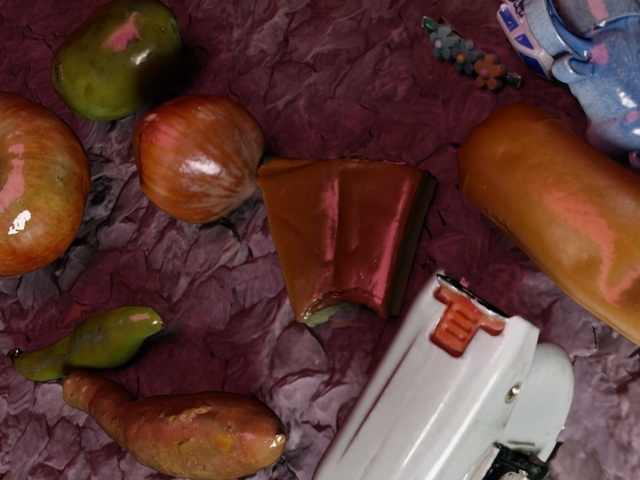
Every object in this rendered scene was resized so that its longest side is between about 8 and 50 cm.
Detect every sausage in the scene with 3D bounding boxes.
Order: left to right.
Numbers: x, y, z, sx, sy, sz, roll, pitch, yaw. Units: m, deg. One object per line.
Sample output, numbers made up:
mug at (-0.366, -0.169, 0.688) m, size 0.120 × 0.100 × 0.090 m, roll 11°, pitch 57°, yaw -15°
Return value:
sausage at (0.278, -0.002, 0.813) m, size 0.134 × 0.116 × 0.354 m, roll -36°, pitch 54°, yaw -6°

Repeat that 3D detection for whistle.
whistle at (0.297, -0.202, 0.873) m, size 0.093 × 0.180 × 0.268 m, roll -26°, pitch 77°, yaw 53°

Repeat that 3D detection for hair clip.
hair clip at (0.181, -0.231, 1.041) m, size 0.049 × 0.049 × 0.173 m, roll -45°, pitch 52°, yaw 5°

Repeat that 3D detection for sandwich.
sandwich at (0.000, 0.000, 1.018) m, size 0.245 × 0.063 × 0.212 m, roll 6°, pitch 71°, yaw 36°

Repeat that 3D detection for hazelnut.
hazelnut at (-0.166, -0.114, 1.115) m, size 0.182 × 0.182 × 0.182 m, roll -14°, pitch 59°, yaw 26°

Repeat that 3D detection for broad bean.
broad bean at (-0.334, 0.149, 1.147) m, size 0.325 × 0.067 × 0.075 m, roll -18°, pitch 74°, yaw 28°

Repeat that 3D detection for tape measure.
tape measure at (0.125, 0.168, 0.736) m, size 0.125 × 0.246 × 0.243 m, roll 37°, pitch 99°, yaw 40°

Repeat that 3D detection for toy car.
toy car at (0.253, -0.250, 0.977) m, size 0.070 × 0.080 × 0.170 m, roll -31°, pitch 54°, yaw 17°

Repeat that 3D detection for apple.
apple at (-0.487, -0.079, 1.267) m, size 0.277 × 0.250 × 0.309 m, roll -41°, pitch 71°, yaw -11°

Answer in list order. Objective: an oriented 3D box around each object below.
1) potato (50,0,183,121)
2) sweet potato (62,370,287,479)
potato at (-0.318, -0.286, 1.316) m, size 0.253 × 0.148 × 0.186 m, roll -11°, pitch 44°, yaw 37°
sweet potato at (-0.186, 0.224, 1.000) m, size 0.385 × 0.109 × 0.109 m, roll -1°, pitch 66°, yaw 39°
